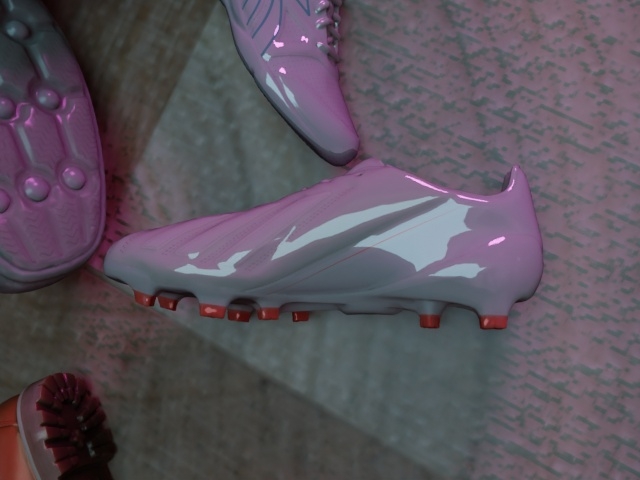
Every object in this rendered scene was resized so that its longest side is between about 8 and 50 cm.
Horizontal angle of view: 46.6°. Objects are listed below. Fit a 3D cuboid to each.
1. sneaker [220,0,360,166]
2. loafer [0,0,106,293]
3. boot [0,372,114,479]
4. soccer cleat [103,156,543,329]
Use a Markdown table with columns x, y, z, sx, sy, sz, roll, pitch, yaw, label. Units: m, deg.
| x | y | z | sx | sy | sz | roll | pitch | yaw | label |
| --- | --- | --- | --- | --- | --- | --- | --- | --- | --- |
| -0.014 | -0.108 | 0.351 | 0.061 | 0.053 | 0.152 | -28 | 81 | 7 | sneaker |
| -0.214 | -0.109 | 0.380 | 0.111 | 0.112 | 0.320 | -38 | 79 | 45 | loafer |
| -0.136 | 0.155 | 0.366 | 0.084 | 0.059 | 0.158 | -26 | 73 | 13 | boot |
| 0.000 | 0.000 | 0.339 | 0.196 | 0.068 | 0.076 | 1 | 82 | 6 | soccer cleat |
